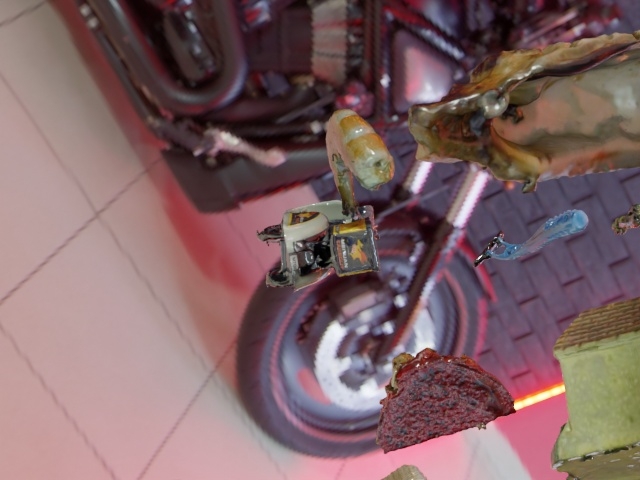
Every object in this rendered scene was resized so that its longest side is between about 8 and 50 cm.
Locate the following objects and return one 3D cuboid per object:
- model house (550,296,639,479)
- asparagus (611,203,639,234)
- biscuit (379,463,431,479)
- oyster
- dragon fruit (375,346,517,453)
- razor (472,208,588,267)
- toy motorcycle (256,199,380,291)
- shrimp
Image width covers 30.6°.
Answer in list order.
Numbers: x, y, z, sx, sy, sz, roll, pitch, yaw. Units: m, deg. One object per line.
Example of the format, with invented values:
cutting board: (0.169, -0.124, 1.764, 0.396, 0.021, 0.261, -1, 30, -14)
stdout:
model house: (0.513, 0.253, 1.950, 0.321, 0.261, 0.266, 27, 51, -51)
asparagus: (0.356, -0.021, 1.357, 0.023, 0.022, 0.233, 40, 4, 9)
biscuit: (0.008, 0.516, 1.883, 0.078, 0.426, 0.144, 52, -1, -1)
oyster: (0.198, -0.100, 0.714, 0.345, 0.129, 0.079, -12, 53, -22)
dragon fruit: (0.128, 0.160, 1.308, 0.083, 0.162, 0.106, -88, 158, -61)
razor: (0.327, -0.005, 1.790, 0.042, 0.253, 0.082, 47, 64, -6)
toy motorcycle: (0.000, 0.000, 1.518, 0.263, 0.157, 0.091, -87, 168, -80)
shrimp: (0.043, -0.075, 1.417, 0.161, 0.049, 0.166, -123, -156, -44)
